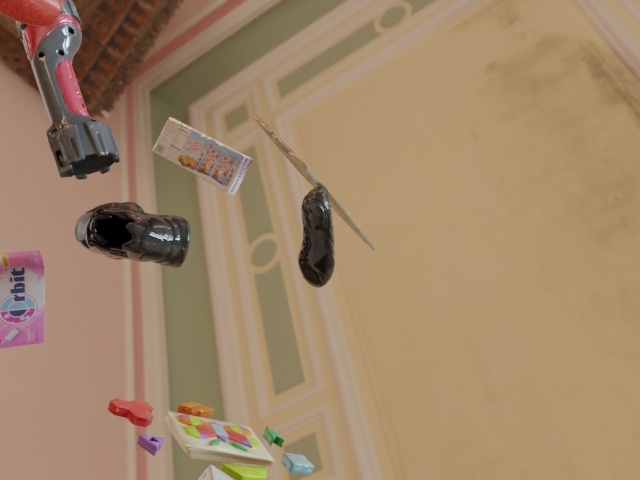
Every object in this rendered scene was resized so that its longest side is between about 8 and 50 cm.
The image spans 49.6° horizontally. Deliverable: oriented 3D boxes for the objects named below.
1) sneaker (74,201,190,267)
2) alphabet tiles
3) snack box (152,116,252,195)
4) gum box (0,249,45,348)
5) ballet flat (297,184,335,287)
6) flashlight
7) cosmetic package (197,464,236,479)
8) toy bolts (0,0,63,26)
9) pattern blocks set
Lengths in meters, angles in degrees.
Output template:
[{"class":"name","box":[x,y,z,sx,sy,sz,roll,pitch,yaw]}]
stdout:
[{"class":"sneaker","box":[-0.346,-0.020,1.165,0.286,0.130,0.109,3,-95,41]},{"class":"alphabet tiles","box":[-0.009,-0.115,1.400,0.011,0.342,0.285,-42,-122,1]},{"class":"snack box","box":[-0.190,-0.136,1.095,0.178,0.022,0.064,29,-88,29]},{"class":"gum box","box":[-0.588,0.118,1.323,0.062,0.107,0.189,43,-50,50]},{"class":"ballet flat","box":[0.000,0.000,0.992,0.057,0.173,0.049,16,-138,15]},{"class":"flashlight","box":[-0.402,-0.250,1.111,0.103,0.103,0.304,-32,-106,24]},{"class":"cosmetic package","box":[-0.126,0.421,0.968,0.086,0.117,0.231,-53,-166,0]},{"class":"toy bolts","box":[-0.234,-0.284,0.451,0.218,0.228,0.159,-40,-133,16]},{"class":"pattern blocks set","box":[-0.181,0.347,1.215,0.285,0.324,0.026,24,-86,47]}]
